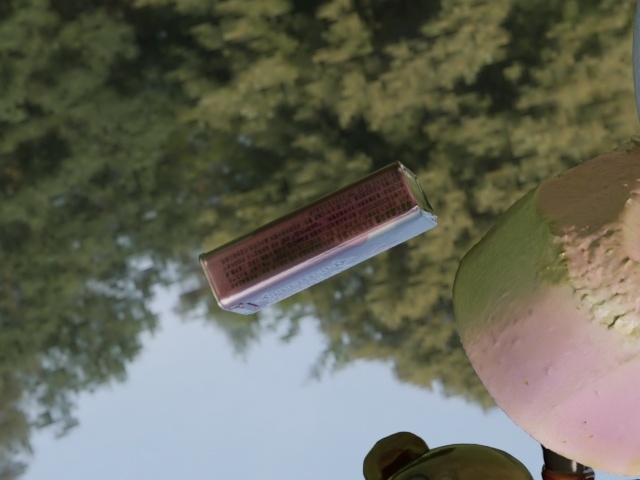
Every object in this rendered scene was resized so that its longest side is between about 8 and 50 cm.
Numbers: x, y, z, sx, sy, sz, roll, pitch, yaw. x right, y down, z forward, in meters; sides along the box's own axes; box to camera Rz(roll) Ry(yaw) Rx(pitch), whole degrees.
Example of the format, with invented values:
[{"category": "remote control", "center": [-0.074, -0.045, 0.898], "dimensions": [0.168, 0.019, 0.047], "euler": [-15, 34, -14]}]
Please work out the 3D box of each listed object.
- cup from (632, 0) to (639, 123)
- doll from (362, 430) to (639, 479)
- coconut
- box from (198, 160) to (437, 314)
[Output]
[{"category": "cup", "center": [0.270, -0.068, 0.714], "dimensions": [0.259, 0.275, 0.356], "euler": [-29, -156, -28]}, {"category": "doll", "center": [0.180, 0.264, 1.355], "dimensions": [0.329, 0.235, 0.174], "euler": [-3, 168, 20]}, {"category": "coconut", "center": [0.226, 0.054, 1.240], "dimensions": [0.233, 0.233, 0.245], "euler": [-33, 169, -38]}, {"category": "box", "center": [0.000, 0.000, 1.644], "dimensions": [0.224, 0.069, 0.120], "euler": [-25, 169, 11]}]
